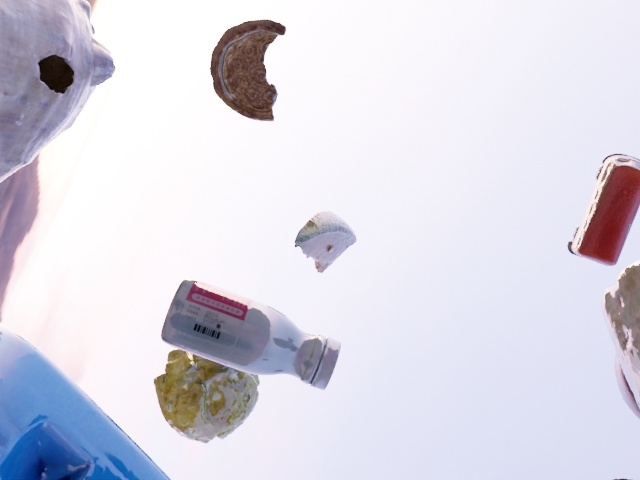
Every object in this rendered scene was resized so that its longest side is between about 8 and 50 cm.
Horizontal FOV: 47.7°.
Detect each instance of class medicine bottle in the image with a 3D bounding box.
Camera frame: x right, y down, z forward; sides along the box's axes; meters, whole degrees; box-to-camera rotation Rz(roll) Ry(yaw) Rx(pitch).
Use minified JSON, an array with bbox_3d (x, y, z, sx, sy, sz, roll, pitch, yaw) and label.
[{"bbox_3d":[-0.086,0.123,0.916,0.090,0.217,0.090,-159,-90,-87],"label":"medicine bottle"}]

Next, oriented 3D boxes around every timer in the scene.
[{"bbox_3d":[-0.265,0.216,0.540,0.309,0.340,0.115,-28,-159,25],"label":"timer"}]

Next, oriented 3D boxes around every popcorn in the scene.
[{"bbox_3d":[-0.201,0.248,1.293,0.198,0.198,0.212,-50,-130,31],"label":"popcorn"}]

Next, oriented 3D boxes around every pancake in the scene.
[{"bbox_3d":[-0.119,-0.311,1.349,0.184,0.190,0.020,-23,-155,18],"label":"pancake"}]

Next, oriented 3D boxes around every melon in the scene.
[{"bbox_3d":[0.005,-0.006,1.197,0.098,0.054,0.182,-51,162,-5],"label":"melon"}]

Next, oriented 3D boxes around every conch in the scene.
[{"bbox_3d":[-0.272,-0.147,0.549,0.186,0.263,0.324,-26,-111,5],"label":"conch"}]

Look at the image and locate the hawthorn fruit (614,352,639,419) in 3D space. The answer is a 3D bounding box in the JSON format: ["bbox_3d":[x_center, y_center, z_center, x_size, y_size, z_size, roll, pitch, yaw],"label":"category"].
[{"bbox_3d":[0.601,0.214,1.166,0.277,0.298,0.276,28,-53,46],"label":"hawthorn fruit"}]

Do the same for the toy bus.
[{"bbox_3d":[0.683,-0.071,1.695,0.120,0.121,0.264,-28,137,-74],"label":"toy bus"}]

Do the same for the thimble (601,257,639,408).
[{"bbox_3d":[0.391,0.072,0.574,0.291,0.292,0.195,-43,-125,40],"label":"thimble"}]

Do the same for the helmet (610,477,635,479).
[{"bbox_3d":[0.427,0.379,0.977,0.111,0.057,0.089,17,-72,31],"label":"helmet"}]
